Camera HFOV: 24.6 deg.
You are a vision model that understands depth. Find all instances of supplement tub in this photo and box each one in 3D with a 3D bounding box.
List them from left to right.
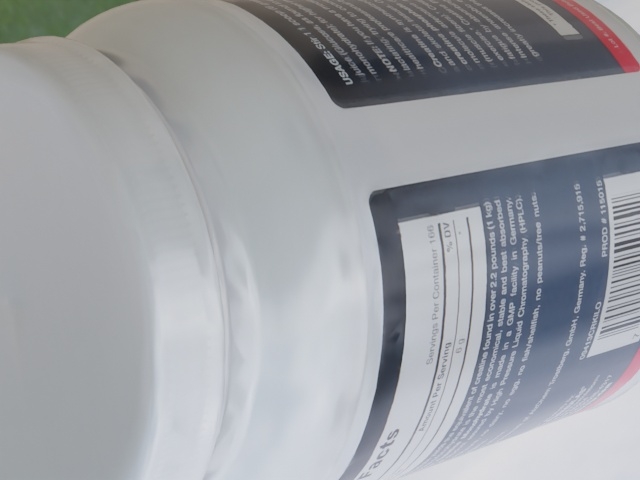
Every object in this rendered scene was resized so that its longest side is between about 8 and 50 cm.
[{"bbox_3d":[0.000,0.000,0.560,0.272,0.191,0.191,-11,174,-40],"label":"supplement tub"}]
